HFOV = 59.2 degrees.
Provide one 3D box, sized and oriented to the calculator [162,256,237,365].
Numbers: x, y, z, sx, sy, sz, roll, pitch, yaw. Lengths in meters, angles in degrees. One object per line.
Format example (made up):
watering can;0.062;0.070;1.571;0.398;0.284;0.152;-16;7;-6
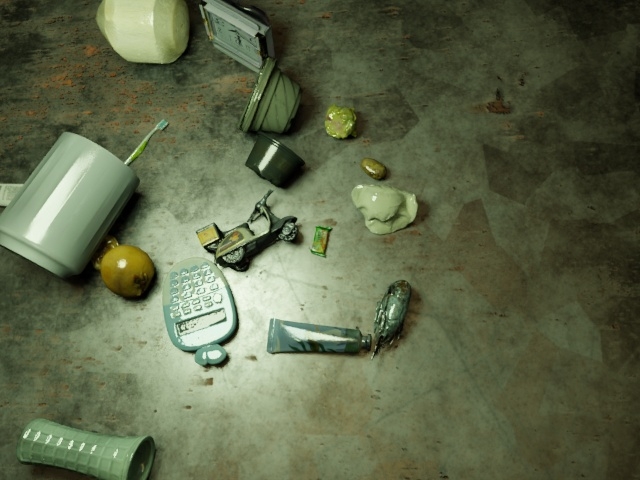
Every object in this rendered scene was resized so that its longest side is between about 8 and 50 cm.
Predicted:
calculator;-0.322;0.187;1.501;0.188;0.042;0.302;-17;72;-3

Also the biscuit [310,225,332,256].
biscuit;0.000;0.000;1.551;0.046;0.016;0.089;11;73;7

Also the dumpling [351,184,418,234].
dumpling;0.167;-0.083;1.538;0.169;0.100;0.134;5;110;-12

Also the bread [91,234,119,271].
bread;-0.597;0.034;1.567;0.083;0.044;0.110;-26;74;-8

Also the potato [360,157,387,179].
potato;0.150;-0.203;1.593;0.083;0.040;0.051;36;55;19

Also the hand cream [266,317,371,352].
hand cream;-0.005;0.255;1.454;0.271;0.058;0.091;3;79;9

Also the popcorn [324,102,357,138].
popcorn;0.059;-0.342;1.625;0.109;0.089;0.097;38;114;23

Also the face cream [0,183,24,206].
face cream;-0.916;-0.134;1.639;0.244;0.058;0.092;4;67;-1

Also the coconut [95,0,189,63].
coconut;-0.535;-0.652;1.685;0.266;0.237;0.237;11;73;2

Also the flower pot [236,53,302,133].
flower pot;-0.137;-0.393;1.602;0.140;0.235;0.235;20;73;-14

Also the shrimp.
shrimp;0.171;0.205;1.443;0.090;0.079;0.233;32;75;-27

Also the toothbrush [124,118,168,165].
toothbrush;-0.548;-0.263;1.670;0.026;0.022;0.263;36;77;26

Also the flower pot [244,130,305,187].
flower pot;-0.136;-0.218;1.568;0.157;0.157;0.107;36;91;14

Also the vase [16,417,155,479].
vase;-0.571;0.517;1.368;0.299;0.143;0.143;8;73;10

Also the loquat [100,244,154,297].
loquat;-0.514;0.081;1.502;0.141;0.141;0.141;-1;72;3

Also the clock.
clock;-0.235;-0.619;1.678;0.253;0.186;0.083;34;72;13

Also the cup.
cup;-0.686;-0.086;1.500;0.323;0.237;0.327;6;63;51

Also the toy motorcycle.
toy motorcycle;-0.190;-0.020;1.533;0.263;0.091;0.157;-28;68;-3
